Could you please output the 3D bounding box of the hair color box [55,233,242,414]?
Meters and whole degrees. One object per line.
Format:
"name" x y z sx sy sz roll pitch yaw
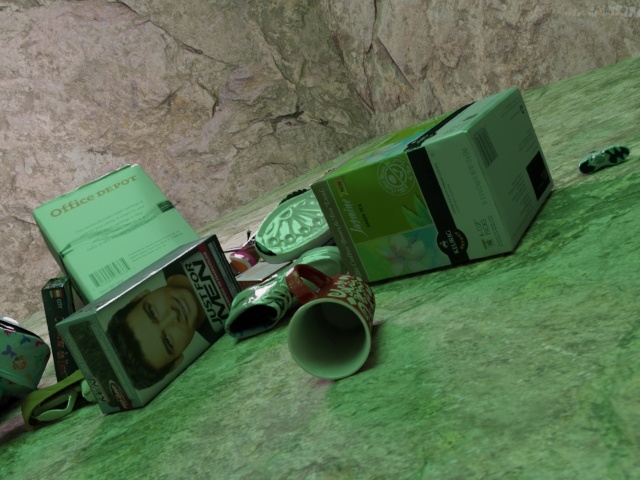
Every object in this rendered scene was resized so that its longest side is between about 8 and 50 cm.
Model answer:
"hair color box" -0.302 0.146 1.292 0.113 0.185 0.374 -17 13 31

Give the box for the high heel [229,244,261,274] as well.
"high heel" -0.181 0.044 1.801 0.117 0.082 0.244 -39 1 -16

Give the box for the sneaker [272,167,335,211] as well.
"sneaker" -0.036 -0.092 2.088 0.343 0.134 0.146 -35 -6 -38

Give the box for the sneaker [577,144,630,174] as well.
"sneaker" 0.553 -0.166 1.315 0.098 0.038 0.069 -20 13 22

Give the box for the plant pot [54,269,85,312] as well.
"plant pot" -0.592 0.116 1.870 0.280 0.323 0.323 -44 16 -13

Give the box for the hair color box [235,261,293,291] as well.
"hair color box" -0.128 0.090 1.534 0.093 0.053 0.167 -32 14 -29

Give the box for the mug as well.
"mug" 0.023 0.096 0.956 0.113 0.150 0.169 -7 10 13

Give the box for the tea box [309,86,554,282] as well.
"tea box" 0.218 -0.102 1.256 0.323 0.220 0.329 -17 13 36

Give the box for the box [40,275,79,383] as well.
"box" -0.545 0.202 1.427 0.044 0.233 0.159 -9 6 -14

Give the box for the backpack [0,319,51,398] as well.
"backpack" -0.677 0.241 1.323 0.225 0.253 0.191 -40 38 54

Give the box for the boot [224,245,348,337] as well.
"boot" -0.062 0.107 1.258 0.258 0.095 0.123 -30 15 15

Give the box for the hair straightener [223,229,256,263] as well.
"hair straightener" -0.203 0.009 1.979 0.230 0.089 0.047 -17 -2 37

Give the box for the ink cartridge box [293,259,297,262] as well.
"ink cartridge box" -0.005 0.006 1.640 0.181 0.061 0.104 -23 11 10

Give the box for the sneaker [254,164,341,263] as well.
"sneaker" 0.000 0.000 1.439 0.130 0.236 0.323 34 59 26

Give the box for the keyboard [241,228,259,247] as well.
"keyboard" -0.167 -0.047 2.097 0.256 0.014 0.072 -47 -4 -8

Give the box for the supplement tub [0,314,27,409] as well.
"supplement tub" -0.813 0.325 1.490 0.207 0.207 0.338 -18 13 30

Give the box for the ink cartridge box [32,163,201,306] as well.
"ink cartridge box" -0.455 0.037 1.594 0.285 0.395 0.166 -29 -30 -25

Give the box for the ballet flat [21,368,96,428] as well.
"ballet flat" -0.466 0.296 1.293 0.232 0.080 0.073 -27 39 1
